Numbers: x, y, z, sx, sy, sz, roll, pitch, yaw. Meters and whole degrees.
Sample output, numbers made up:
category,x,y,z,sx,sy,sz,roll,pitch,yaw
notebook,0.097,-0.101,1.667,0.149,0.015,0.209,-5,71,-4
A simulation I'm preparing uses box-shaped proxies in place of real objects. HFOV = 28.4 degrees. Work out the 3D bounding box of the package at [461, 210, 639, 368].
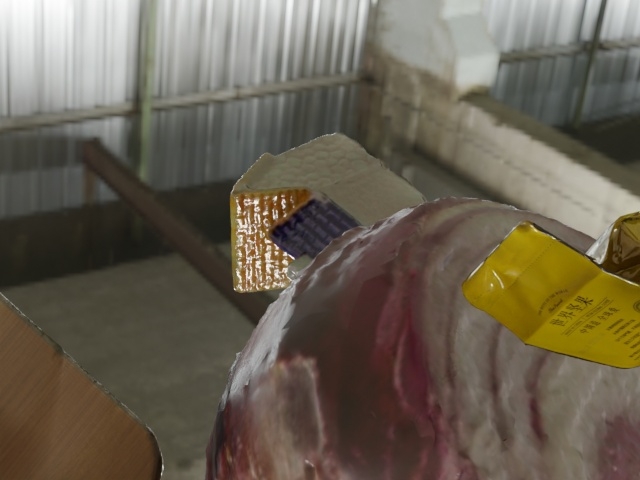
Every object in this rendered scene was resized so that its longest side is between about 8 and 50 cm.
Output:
category,x,y,z,sx,sy,sz,roll,pitch,yaw
package,0.127,0.015,0.482,0.131,0.071,0.047,-9,-113,-24

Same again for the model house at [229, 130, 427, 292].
category,x,y,z,sx,sy,sz,roll,pitch,yaw
model house,0.000,0.000,0.793,0.100,0.087,0.101,-25,-133,-32

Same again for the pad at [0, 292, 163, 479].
category,x,y,z,sx,sy,sz,roll,pitch,yaw
pad,-0.247,0.162,0.705,0.284,0.018,0.286,32,-101,41

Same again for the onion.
category,x,y,z,sx,sy,sz,roll,pitch,yaw
onion,0.078,0.153,0.649,0.336,0.260,0.282,45,-137,-10
